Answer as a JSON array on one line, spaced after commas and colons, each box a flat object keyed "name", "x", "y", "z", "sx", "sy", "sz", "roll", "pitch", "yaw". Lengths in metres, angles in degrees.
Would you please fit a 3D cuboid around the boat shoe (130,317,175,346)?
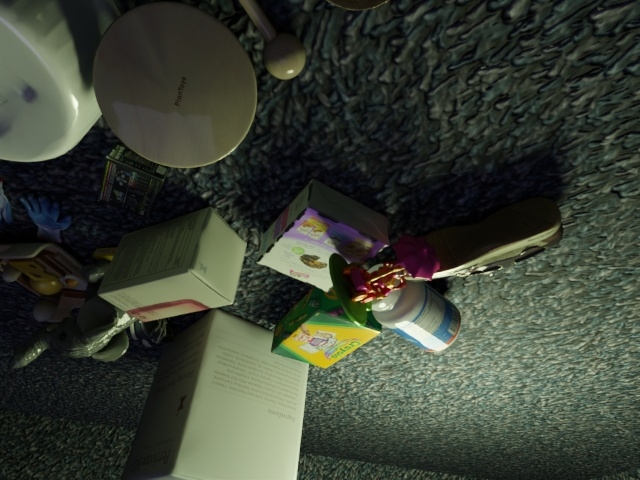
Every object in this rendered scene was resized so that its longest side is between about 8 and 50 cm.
[{"name": "boat shoe", "x": -0.433, "y": 0.224, "z": 1.112, "sx": 0.078, "sy": 0.095, "sz": 0.255, "roll": -3, "pitch": 151, "yaw": -8}]

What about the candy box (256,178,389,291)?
[{"name": "candy box", "x": 0.000, "y": 0.000, "z": 0.787, "sx": 0.164, "sy": 0.070, "sz": 0.196, "roll": 25, "pitch": 138, "yaw": -22}]

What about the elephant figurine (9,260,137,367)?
[{"name": "elephant figurine", "x": -0.474, "y": 0.179, "z": 0.904, "sx": 0.185, "sy": 0.240, "sz": 0.169, "roll": -12, "pitch": 137, "yaw": 30}]

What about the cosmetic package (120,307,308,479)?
[{"name": "cosmetic package", "x": -0.263, "y": 0.458, "z": 1.150, "sx": 0.327, "sy": 0.394, "sz": 0.329, "roll": 30, "pitch": 136, "yaw": -27}]

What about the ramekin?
[{"name": "ramekin", "x": -0.385, "y": -0.224, "z": 0.503, "sx": 0.276, "sy": 0.135, "sz": 0.277, "roll": 4, "pitch": 142, "yaw": 3}]

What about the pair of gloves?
[{"name": "pair of gloves", "x": -0.591, "y": -0.059, "z": 0.837, "sx": 0.198, "sy": 0.023, "sz": 0.159, "roll": 21, "pitch": 140, "yaw": -19}]

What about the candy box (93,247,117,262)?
[{"name": "candy box", "x": -0.416, "y": 0.085, "z": 0.991, "sx": 0.105, "sy": 0.027, "sz": 0.206, "roll": -4, "pitch": 141, "yaw": 13}]

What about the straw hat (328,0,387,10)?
[{"name": "straw hat", "x": 0.036, "y": -0.301, "z": 0.403, "sx": 0.144, "sy": 0.061, "sz": 0.145, "roll": 16, "pitch": 138, "yaw": 15}]

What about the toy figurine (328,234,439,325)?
[{"name": "toy figurine", "x": 0.121, "y": 0.055, "z": 0.716, "sx": 0.159, "sy": 0.130, "sz": 0.173, "roll": -24, "pitch": 159, "yaw": 17}]

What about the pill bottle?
[{"name": "pill bottle", "x": 0.184, "y": 0.137, "z": 0.893, "sx": 0.221, "sy": 0.124, "sz": 0.124, "roll": 35, "pitch": 134, "yaw": -31}]

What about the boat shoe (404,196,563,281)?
[{"name": "boat shoe", "x": 0.275, "y": 0.021, "z": 0.751, "sx": 0.285, "sy": 0.103, "sz": 0.092, "roll": -25, "pitch": 128, "yaw": 26}]

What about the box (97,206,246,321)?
[{"name": "box", "x": -0.281, "y": 0.052, "z": 0.831, "sx": 0.232, "sy": 0.149, "sz": 0.127, "roll": -13, "pitch": 138, "yaw": 24}]

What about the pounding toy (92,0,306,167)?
[{"name": "pounding toy", "x": -0.154, "y": -0.211, "z": 0.536, "sx": 0.237, "sy": 0.110, "sz": 0.183, "roll": -41, "pitch": 115, "yaw": 9}]

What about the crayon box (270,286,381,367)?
[{"name": "crayon box", "x": 0.007, "y": 0.217, "z": 1.055, "sx": 0.165, "sy": 0.081, "sz": 0.278, "roll": 21, "pitch": 140, "yaw": -18}]

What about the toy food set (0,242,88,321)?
[{"name": "toy food set", "x": -0.644, "y": 0.110, "z": 0.992, "sx": 0.219, "sy": 0.093, "sz": 0.306, "roll": -2, "pitch": 145, "yaw": 12}]

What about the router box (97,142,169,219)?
[{"name": "router box", "x": -0.321, "y": -0.097, "z": 0.734, "sx": 0.092, "sy": 0.038, "sz": 0.122, "roll": 22, "pitch": 139, "yaw": -20}]
